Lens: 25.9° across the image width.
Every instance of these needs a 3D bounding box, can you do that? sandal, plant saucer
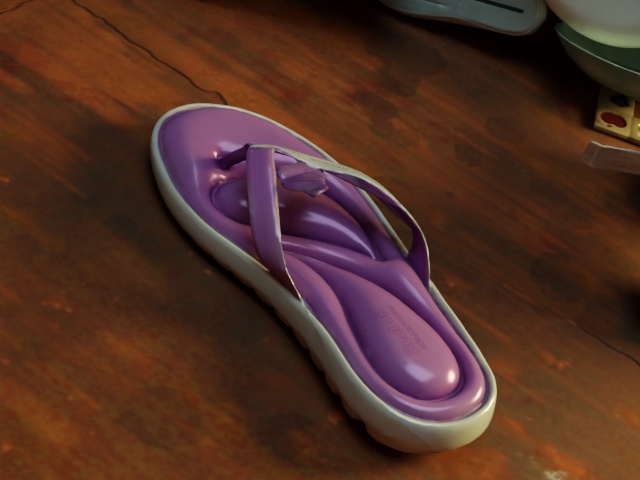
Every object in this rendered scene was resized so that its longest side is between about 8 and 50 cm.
[{"bbox_3d":[0.012,-0.005,1.158,0.169,0.102,0.416,-20,54,-35],"label":"sandal"},{"bbox_3d":[0.336,-0.181,1.476,0.195,0.037,0.195,14,23,-6],"label":"plant saucer"}]

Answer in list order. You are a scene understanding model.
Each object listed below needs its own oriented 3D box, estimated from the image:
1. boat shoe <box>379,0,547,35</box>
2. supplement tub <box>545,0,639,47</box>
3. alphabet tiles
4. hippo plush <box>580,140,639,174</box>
[{"bbox_3d":[0.140,-0.273,1.526,0.226,0.083,0.076,26,12,13],"label":"boat shoe"},{"bbox_3d":[0.383,-0.333,1.516,0.228,0.228,0.316,38,28,20],"label":"supplement tub"},{"bbox_3d":[0.420,-0.138,1.520,0.237,0.009,0.198,21,41,2],"label":"alphabet tiles"},{"bbox_3d":[0.368,-0.048,1.302,0.294,0.234,0.236,24,16,-2],"label":"hippo plush"}]
